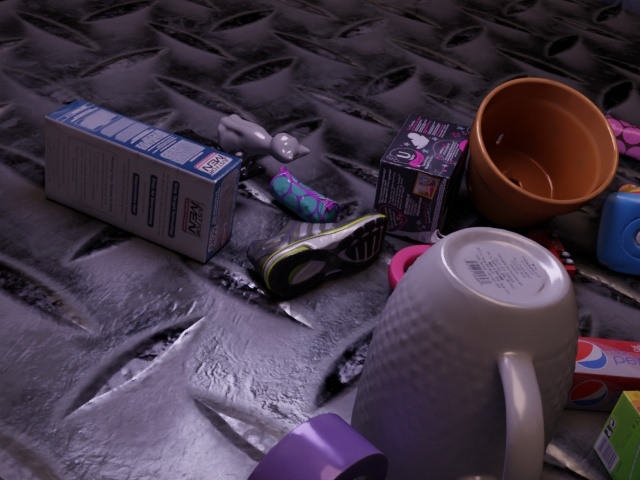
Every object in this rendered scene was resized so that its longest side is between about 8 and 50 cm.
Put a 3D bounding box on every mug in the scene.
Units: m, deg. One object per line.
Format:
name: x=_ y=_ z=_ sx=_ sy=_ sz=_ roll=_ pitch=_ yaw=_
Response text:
mug: x=0.207 y=0.189 z=1.078 sx=0.277 sy=0.327 sz=0.374 roll=5 pitch=35 yaw=-9

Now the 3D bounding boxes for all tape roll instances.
tape roll: x=-0.011 y=0.304 z=0.976 sx=0.080 sy=0.188 sz=0.189 roll=35 pitch=41 yaw=29

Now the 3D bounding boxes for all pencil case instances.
pencil case: x=-0.031 y=-0.081 z=1.618 sx=0.152 sy=0.070 sz=0.065 roll=34 pitch=41 yaw=30
pencil case: x=0.802 y=-0.249 z=2.081 sx=0.209 sy=0.095 sz=0.098 roll=27 pitch=17 yaw=18

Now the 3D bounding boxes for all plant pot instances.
plant pot: x=0.424 y=-0.155 z=1.678 sx=0.291 sy=0.203 sz=0.290 roll=4 pitch=64 yaw=-8

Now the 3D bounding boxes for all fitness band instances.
fitness band: x=0.247 y=0.104 z=1.450 sx=0.209 sy=0.054 sz=0.291 roll=-22 pitch=48 yaw=-39

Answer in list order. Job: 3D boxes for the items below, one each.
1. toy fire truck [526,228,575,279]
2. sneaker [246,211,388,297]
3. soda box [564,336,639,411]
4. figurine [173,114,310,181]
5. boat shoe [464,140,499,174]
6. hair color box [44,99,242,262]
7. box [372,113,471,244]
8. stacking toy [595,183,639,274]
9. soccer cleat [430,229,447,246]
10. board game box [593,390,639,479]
toy fire truck: x=0.413 y=0.044 z=1.588 sx=0.135 sy=0.047 sz=0.192 roll=4 pitch=35 yaw=-9
sneaker: x=0.000 y=0.000 z=1.486 sx=0.300 sy=0.111 sz=0.121 roll=-17 pitch=40 yaw=-37
soda box: x=0.456 y=0.216 z=1.325 sx=0.264 sy=0.083 sz=0.092 roll=5 pitch=35 yaw=-8
figurine: x=-0.156 y=-0.178 z=1.663 sx=0.210 sy=0.092 sz=0.215 roll=19 pitch=32 yaw=37
boat shoe: x=0.477 y=-0.198 z=1.894 sx=0.335 sy=0.112 sz=0.095 roll=-9 pitch=44 yaw=-21
hair color box: x=-0.324 y=-0.111 z=1.487 sx=0.347 sy=0.173 sz=0.105 roll=22 pitch=35 yaw=14
box: x=0.205 y=-0.128 z=1.672 sx=0.142 sy=0.163 sz=0.247 roll=16 pitch=35 yaw=13
stacking toy: x=0.661 y=-0.056 z=1.733 sx=0.175 sy=0.165 sz=0.302 roll=5 pitch=22 yaw=11
soccer cleat: x=0.240 y=0.010 z=1.515 sx=0.083 sy=0.035 sz=0.029 roll=29 pitch=35 yaw=23
board game box: x=0.462 y=0.340 z=1.115 sx=0.039 sy=0.124 sz=0.259 roll=2 pitch=36 yaw=-14
